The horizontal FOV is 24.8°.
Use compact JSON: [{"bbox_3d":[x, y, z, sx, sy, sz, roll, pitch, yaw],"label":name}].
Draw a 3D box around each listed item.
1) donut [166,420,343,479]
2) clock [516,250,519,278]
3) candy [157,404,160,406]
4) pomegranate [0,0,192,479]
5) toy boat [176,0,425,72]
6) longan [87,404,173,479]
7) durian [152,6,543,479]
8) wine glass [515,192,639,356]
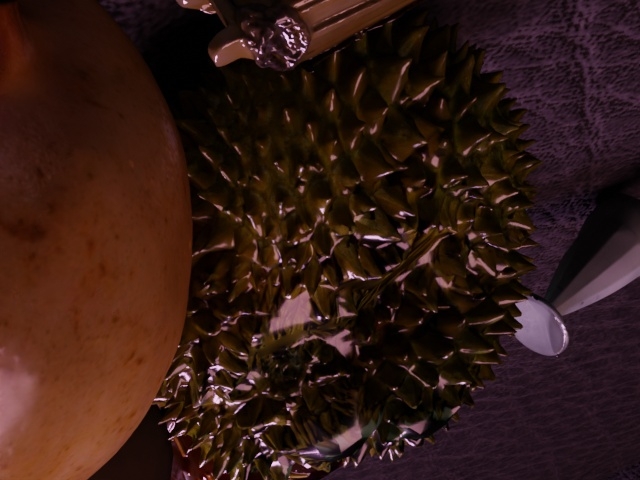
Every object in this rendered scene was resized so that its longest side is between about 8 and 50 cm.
[{"bbox_3d":[-0.049,0.186,1.373,0.235,0.089,0.235,-22,159,-9],"label":"donut"},{"bbox_3d":[0.095,0.027,1.183,0.148,0.060,0.188,-16,156,-19],"label":"clock"},{"bbox_3d":[-0.101,0.110,1.196,0.182,0.046,0.053,-11,153,-25],"label":"candy"},{"bbox_3d":[-0.174,-0.004,0.573,0.264,0.264,0.264,-20,158,-8],"label":"pomegranate"},{"bbox_3d":[0.038,-0.155,0.684,0.226,0.068,0.088,-29,146,-6],"label":"toy boat"},{"bbox_3d":[-0.233,0.172,0.910,0.297,0.297,0.297,-20,158,-8],"label":"longan"},{"bbox_3d":[0.000,-0.001,0.830,0.291,0.224,0.291,-12,120,-22],"label":"durian"},{"bbox_3d":[0.223,0.027,1.230,0.155,0.073,0.073,-37,168,-31],"label":"wine glass"}]
